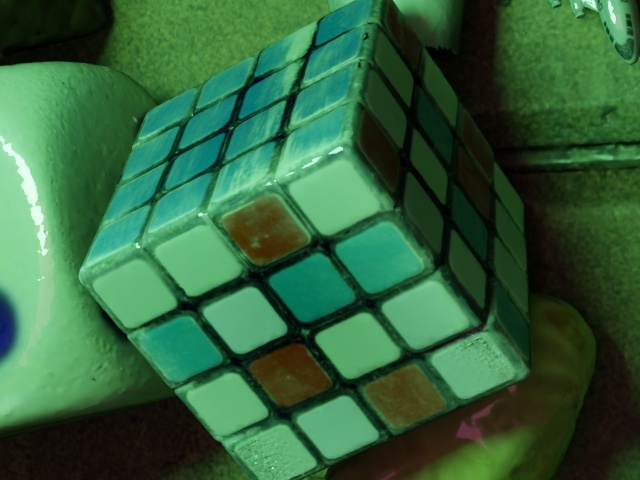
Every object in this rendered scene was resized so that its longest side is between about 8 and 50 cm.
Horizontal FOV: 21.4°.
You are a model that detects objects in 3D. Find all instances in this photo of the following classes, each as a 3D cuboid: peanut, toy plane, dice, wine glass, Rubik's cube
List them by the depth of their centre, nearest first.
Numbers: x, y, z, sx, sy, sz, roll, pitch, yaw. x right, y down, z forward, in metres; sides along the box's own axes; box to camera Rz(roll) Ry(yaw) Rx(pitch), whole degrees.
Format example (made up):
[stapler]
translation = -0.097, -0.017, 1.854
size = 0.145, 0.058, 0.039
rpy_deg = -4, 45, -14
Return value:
[Rubik's cube]
translation = 0.001, -0.001, 1.356
size = 0.256, 0.259, 0.253
rpy_deg = -26, 116, 23
[toy plane]
translation = 0.238, -0.227, 1.406
size = 0.162, 0.065, 0.171
rpy_deg = -17, 85, 21
[peanut]
translation = 0.110, 0.179, 1.418
size = 0.319, 0.147, 0.147
rpy_deg = -47, 73, 13
[wine glass]
translation = 0.059, -0.268, 1.452
size = 0.126, 0.126, 0.241
rpy_deg = -5, 85, 23
[dice]
translation = -0.290, 0.022, 1.518
size = 0.304, 0.277, 0.304
rpy_deg = -15, 85, 24

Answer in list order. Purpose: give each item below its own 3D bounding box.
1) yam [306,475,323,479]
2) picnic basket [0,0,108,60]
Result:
[yam]
translation = -0.005, 0.251, 1.517
size = 0.043, 0.043, 0.094
rpy_deg = 23, 97, 22
[picnic basket]
translation = -0.364, -0.305, 1.542
size = 0.254, 0.291, 0.321
rpy_deg = -14, 96, 23
